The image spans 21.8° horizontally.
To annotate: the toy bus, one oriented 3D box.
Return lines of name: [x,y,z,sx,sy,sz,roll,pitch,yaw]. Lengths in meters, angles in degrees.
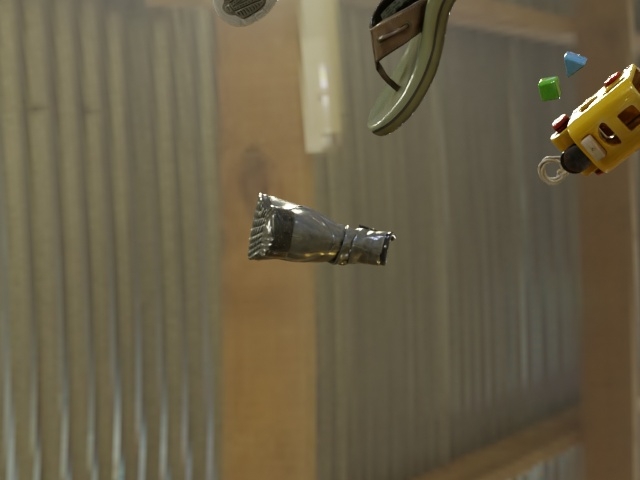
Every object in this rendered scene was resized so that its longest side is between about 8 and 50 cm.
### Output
toy bus: [0.388,-0.147,2.299,0.104,0.191,0.202,-54,-34,-61]

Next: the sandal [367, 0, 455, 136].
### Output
sandal: [0.105,-0.264,1.925,0.120,0.086,0.303,-87,14,-62]

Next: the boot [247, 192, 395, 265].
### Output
boot: [0.000,0.000,2.056,0.246,0.161,0.083,-148,69,-79]

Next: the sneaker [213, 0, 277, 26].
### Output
sneaker: [-0.041,-0.383,2.259,0.090,0.232,0.115,60,-165,-26]
